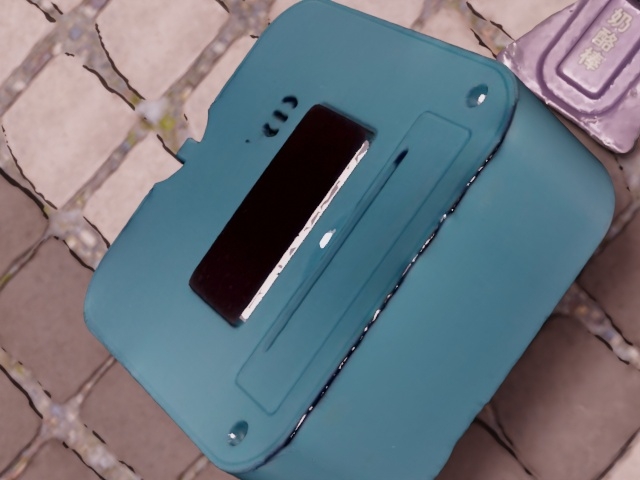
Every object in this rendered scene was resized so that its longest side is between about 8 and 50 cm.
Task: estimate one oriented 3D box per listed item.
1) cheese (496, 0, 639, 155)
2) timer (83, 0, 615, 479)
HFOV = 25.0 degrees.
[{"bbox_3d":[0.187,-0.146,0.791,0.105,0.042,0.191,40,91,17],"label":"cheese"},{"bbox_3d":[0.000,0.000,0.756,0.232,0.091,0.250,-55,38,0],"label":"timer"}]
